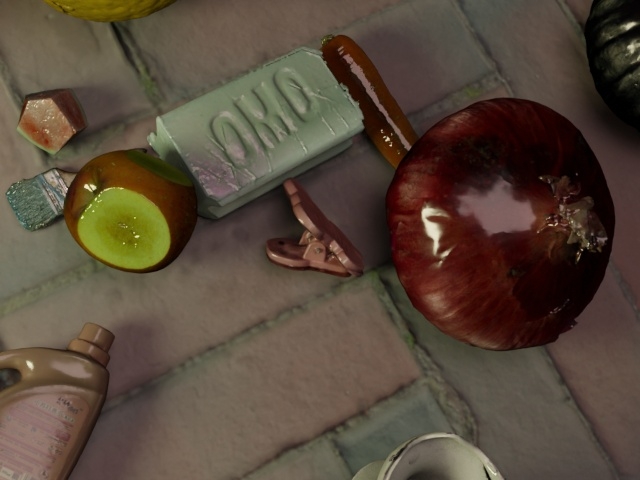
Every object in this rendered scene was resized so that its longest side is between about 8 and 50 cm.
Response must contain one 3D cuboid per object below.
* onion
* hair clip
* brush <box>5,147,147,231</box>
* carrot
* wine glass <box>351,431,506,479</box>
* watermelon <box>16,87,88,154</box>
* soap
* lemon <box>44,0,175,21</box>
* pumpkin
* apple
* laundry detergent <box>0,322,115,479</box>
[{"bbox_3d":[0.265,-0.026,1.615,0.347,0.285,0.348,1,87,-30],"label":"onion"},{"bbox_3d":[0.004,-0.010,1.625,0.138,0.123,0.102,13,115,-13],"label":"hair clip"},{"bbox_3d":[-0.312,-0.079,1.594,0.196,0.021,0.070,-28,84,-24],"label":"brush"},{"bbox_3d":[0.070,-0.195,1.720,0.067,0.067,0.225,-33,88,-22],"label":"carrot"},{"bbox_3d":[0.121,0.326,1.523,0.164,0.196,0.165,4,76,-16],"label":"wine glass"},{"bbox_3d":[-0.341,-0.164,1.581,0.084,0.072,0.092,39,62,-23],"label":"watermelon"},{"bbox_3d":[-0.082,-0.146,1.643,0.261,0.094,0.150,-30,86,-22],"label":"soap"},{"bbox_3d":[-0.260,-0.442,1.560,0.336,0.336,0.336,5,74,-16],"label":"lemon"},{"bbox_3d":[0.541,-0.297,1.786,0.295,0.296,0.296,5,74,-16],"label":"pumpkin"},{"bbox_3d":[-0.240,-0.035,1.524,0.147,0.163,0.146,28,104,-27],"label":"apple"},{"bbox_3d":[-0.353,0.195,1.474,0.171,0.076,0.237,26,69,-9],"label":"laundry detergent"}]
